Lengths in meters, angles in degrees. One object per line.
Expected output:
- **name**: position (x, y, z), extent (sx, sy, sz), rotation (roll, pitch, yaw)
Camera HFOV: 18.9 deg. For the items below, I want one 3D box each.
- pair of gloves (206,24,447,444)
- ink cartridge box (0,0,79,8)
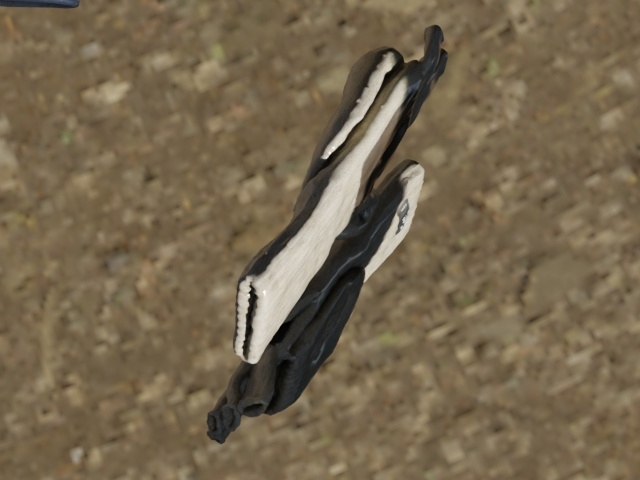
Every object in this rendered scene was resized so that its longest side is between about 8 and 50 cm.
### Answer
- **pair of gloves**: position (0.000, 0.000, 1.053), extent (0.204, 0.042, 0.240), rotation (-57, 169, -25)
- **ink cartridge box**: position (-0.174, -0.249, 0.888), extent (0.060, 0.275, 0.239), rotation (-2, 108, -27)
